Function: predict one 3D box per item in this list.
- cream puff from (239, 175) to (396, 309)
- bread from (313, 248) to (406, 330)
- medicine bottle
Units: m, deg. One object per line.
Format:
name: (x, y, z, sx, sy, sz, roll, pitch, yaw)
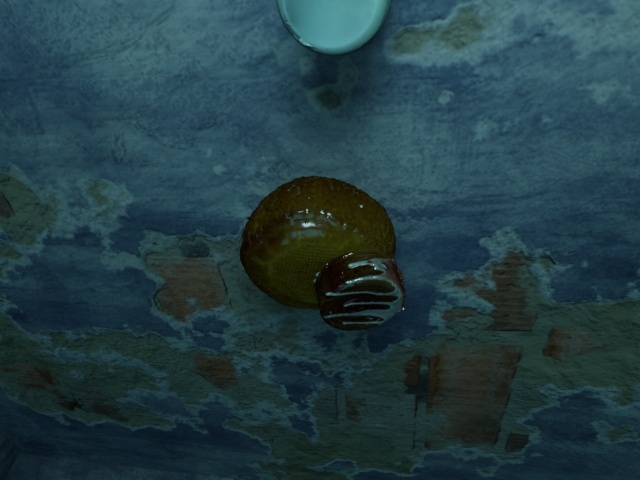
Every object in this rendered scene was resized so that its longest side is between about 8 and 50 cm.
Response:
cream puff: (0.000, 0.000, 0.918, 0.302, 0.212, 0.303, 0, 131, 0)
bread: (0.070, 0.090, 0.816, 0.160, 0.073, 0.161, -5, 133, -5)
medicine bottle: (0.028, -0.345, 0.615, 0.139, 0.225, 0.139, 6, 130, 7)
